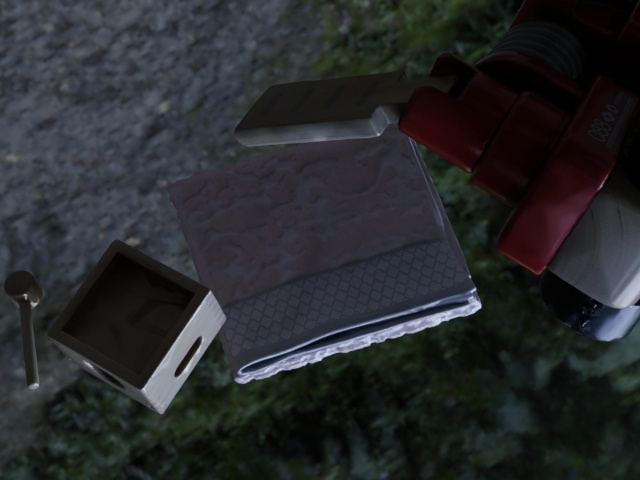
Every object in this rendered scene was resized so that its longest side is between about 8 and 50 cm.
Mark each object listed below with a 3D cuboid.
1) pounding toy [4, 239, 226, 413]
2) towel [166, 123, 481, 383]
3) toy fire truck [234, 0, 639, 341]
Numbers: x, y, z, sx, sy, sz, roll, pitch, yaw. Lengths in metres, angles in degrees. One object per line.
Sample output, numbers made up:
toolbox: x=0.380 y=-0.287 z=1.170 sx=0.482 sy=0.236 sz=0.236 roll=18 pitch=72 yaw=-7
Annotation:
pounding toy: x=-0.239 y=0.098 z=1.334 sx=0.181 sy=0.206 sz=0.094 roll=-57 pitch=159 yaw=-17
towel: x=0.000 y=0.000 z=1.597 sx=0.332 sy=0.317 sz=0.053 roll=-17 pitch=147 yaw=-8
toy fire truck: x=0.101 y=-0.076 z=0.709 sx=0.217 sy=0.246 sz=0.158 roll=-52 pitch=172 yaw=-52
